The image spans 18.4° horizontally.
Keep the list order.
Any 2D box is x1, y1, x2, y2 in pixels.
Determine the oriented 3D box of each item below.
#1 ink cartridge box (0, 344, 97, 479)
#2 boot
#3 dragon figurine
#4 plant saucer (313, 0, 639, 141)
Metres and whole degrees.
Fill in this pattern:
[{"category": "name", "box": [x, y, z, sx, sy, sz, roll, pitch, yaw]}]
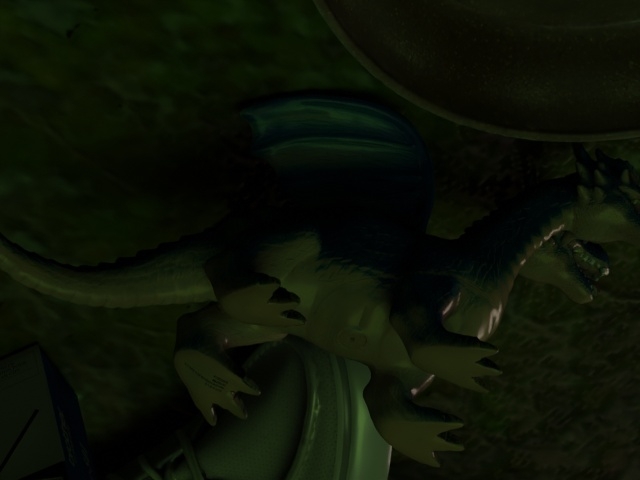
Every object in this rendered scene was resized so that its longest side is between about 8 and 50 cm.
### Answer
[{"category": "ink cartridge box", "box": [-0.196, 0.131, 0.842, 0.207, 0.097, 0.046, -24, 138, 3]}, {"category": "boot", "box": [-0.060, 0.127, 0.892, 0.123, 0.095, 0.258, -4, 137, -27]}, {"category": "dragon figurine", "box": [0.000, 0.000, 0.793, 0.289, 0.144, 0.085, 12, 133, -6]}, {"category": "plant saucer", "box": [0.132, -0.165, 0.704, 0.311, 0.050, 0.310, -11, 136, -10]}]
